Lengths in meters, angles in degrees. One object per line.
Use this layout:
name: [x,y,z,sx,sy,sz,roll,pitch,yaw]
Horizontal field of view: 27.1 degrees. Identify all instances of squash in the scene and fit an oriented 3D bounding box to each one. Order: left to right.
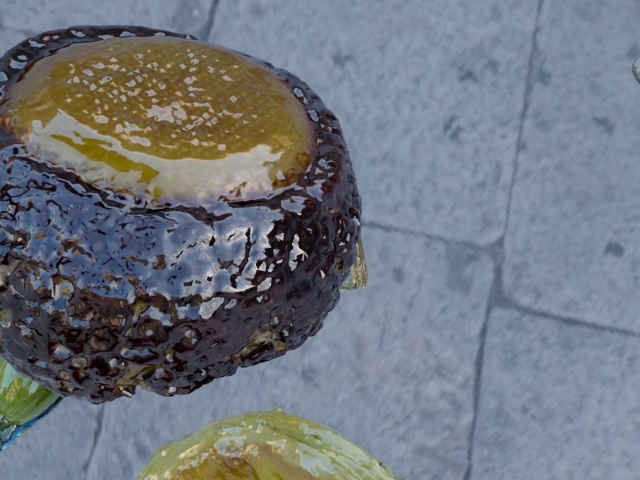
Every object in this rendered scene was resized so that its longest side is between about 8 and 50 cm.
squash: [-0.218,0.054,1.174,0.087,0.087,0.331,32,86,6]

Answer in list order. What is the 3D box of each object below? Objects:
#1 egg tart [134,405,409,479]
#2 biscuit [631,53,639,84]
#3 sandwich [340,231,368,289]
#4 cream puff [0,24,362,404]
egg tart: [-0.035,0.300,1.120,0.341,0.132,0.341,-6,80,34]
biscuit: [0.280,-0.102,0.522,0.141,0.290,0.038,44,29,-18]
sandwich: [0.000,0.000,1.339,0.093,0.036,0.105,-1,97,29]
cream puff: [-0.097,-0.011,0.744,0.239,0.165,0.239,8,36,-6]
